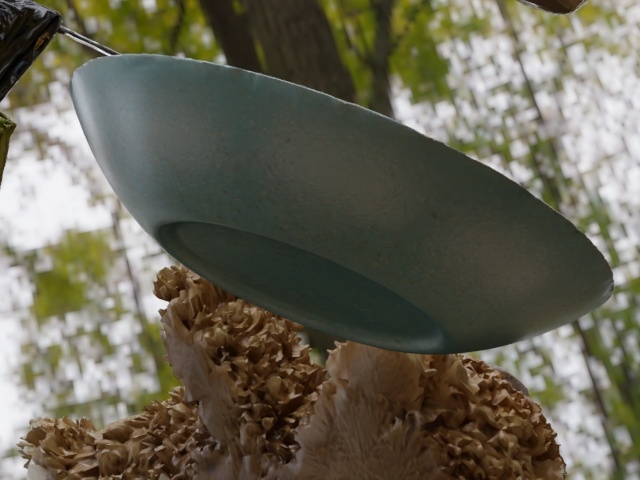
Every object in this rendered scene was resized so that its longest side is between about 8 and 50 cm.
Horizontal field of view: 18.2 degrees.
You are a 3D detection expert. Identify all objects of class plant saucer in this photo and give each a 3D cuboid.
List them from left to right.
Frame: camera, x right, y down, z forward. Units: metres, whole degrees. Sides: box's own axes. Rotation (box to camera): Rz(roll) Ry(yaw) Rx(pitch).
[{"bbox_3d":[0.000,0.000,0.664,0.195,0.037,0.195,19,-14,5],"label":"plant saucer"}]

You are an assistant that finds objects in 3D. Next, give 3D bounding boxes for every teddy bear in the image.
[{"bbox_3d":[-0.015,0.124,0.919,0.113,0.245,0.338,-14,-24,-44],"label":"teddy bear"}]

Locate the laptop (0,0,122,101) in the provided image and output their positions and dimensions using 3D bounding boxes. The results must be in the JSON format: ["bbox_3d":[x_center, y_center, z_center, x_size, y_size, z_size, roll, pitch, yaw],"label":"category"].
[{"bbox_3d":[-0.374,-0.127,1.489,0.382,0.408,0.236,24,-33,15],"label":"laptop"}]

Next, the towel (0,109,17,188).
[{"bbox_3d":[-0.250,-0.112,1.090,0.021,0.237,0.102,-36,-17,-28],"label":"towel"}]

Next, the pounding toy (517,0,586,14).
[{"bbox_3d":[0.067,-0.170,0.384,0.154,0.154,0.269,17,-20,16],"label":"pounding toy"}]
